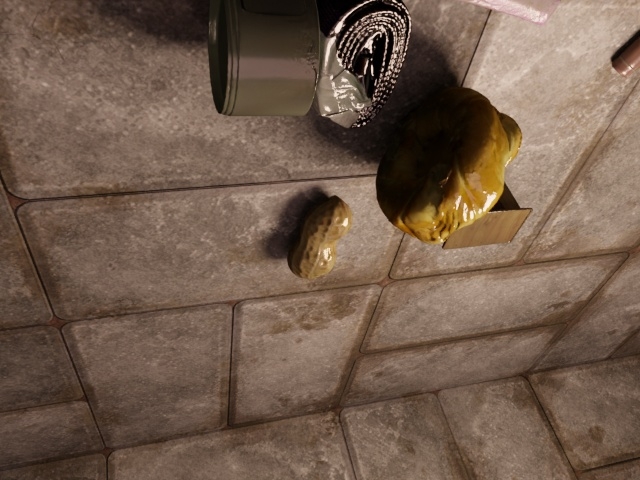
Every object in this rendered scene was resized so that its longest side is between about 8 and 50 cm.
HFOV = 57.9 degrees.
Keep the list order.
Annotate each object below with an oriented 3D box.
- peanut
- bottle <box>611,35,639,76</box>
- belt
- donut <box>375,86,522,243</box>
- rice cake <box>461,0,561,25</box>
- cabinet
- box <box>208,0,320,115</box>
[{"bbox_3d":[0.000,0.000,1.530,0.120,0.136,0.298,-26,153,-41],"label":"peanut"},{"bbox_3d":[0.743,-0.442,1.331,0.053,0.053,0.140,14,133,-35],"label":"bottle"},{"bbox_3d":[0.064,-0.345,1.093,0.184,0.164,0.289,-13,144,-20],"label":"belt"},{"bbox_3d":[0.268,-0.166,1.277,0.170,0.360,0.360,28,126,-25],"label":"donut"},{"bbox_3d":[0.317,-0.483,1.107,0.365,0.056,0.072,3,137,-26],"label":"rice cake"},{"bbox_3d":[0.409,-0.089,1.548,0.215,0.174,0.148,-5,141,-17],"label":"cabinet"},{"bbox_3d":[-0.103,-0.328,0.994,0.150,0.226,0.226,-4,141,-18],"label":"box"}]
